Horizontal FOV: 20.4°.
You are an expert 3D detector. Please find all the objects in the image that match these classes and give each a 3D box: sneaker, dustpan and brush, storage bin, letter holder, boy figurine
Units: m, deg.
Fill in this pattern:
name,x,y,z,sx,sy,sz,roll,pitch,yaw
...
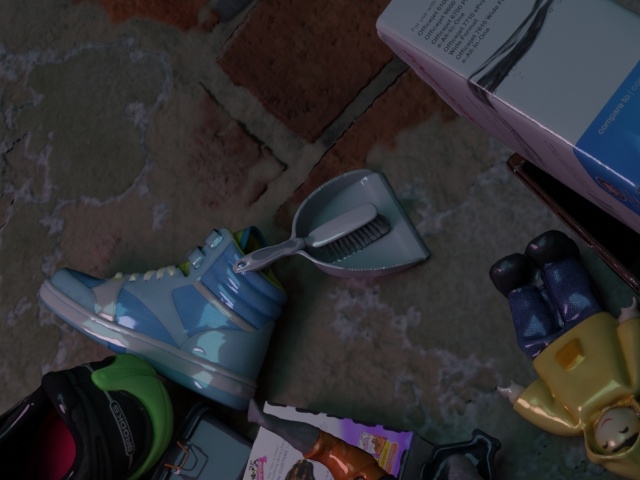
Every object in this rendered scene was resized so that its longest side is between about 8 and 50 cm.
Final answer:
name,x,y,z,sx,sy,sz,roll,pitch,yaw
sneaker,-0.173,0.054,2.127,0.319,0.127,0.208,25,85,25
dustpan and brush,0.000,0.000,2.045,0.211,0.060,0.147,-26,57,-4
storage bin,-0.125,0.265,2.035,0.091,0.098,0.135,26,85,24
sneaker,-0.367,0.311,2.052,0.185,0.202,0.482,47,113,33
letter holder,0.351,-0.008,1.740,0.152,0.302,0.214,-44,56,7
boy figurine,0.269,0.135,1.859,0.177,0.092,0.285,-30,55,13

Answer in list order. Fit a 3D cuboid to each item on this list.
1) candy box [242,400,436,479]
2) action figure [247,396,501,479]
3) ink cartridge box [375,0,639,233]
name,x,y,z,sx,sy,sz,roll,pitch,yaw
candy box,0.011,0.278,1.959,0.196,0.070,0.164,9,75,32
action figure,0.062,0.334,1.783,0.330,0.178,0.341,11,77,4
ink cartridge box,0.228,-0.123,1.535,0.307,0.223,0.129,37,91,34
